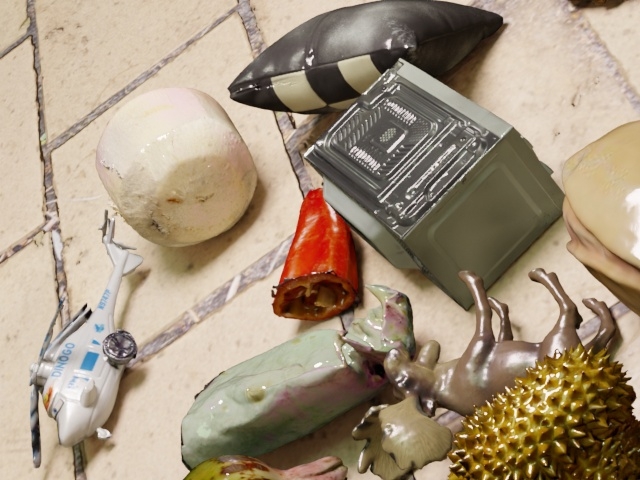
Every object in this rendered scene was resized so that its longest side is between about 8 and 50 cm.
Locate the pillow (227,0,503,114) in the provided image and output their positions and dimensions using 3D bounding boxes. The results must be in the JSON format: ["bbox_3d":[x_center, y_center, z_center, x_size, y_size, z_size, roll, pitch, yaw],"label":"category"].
[{"bbox_3d":[0.046,-0.197,1.612,0.250,0.106,0.186,-10,10,37],"label":"pillow"}]

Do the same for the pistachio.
[{"bbox_3d":[0.293,0.001,1.144,0.181,0.162,0.293,-15,31,-23],"label":"pistachio"}]

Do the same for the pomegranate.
[{"bbox_3d":[-0.055,0.229,1.290,0.163,0.125,0.138,-48,23,-7],"label":"pomegranate"}]

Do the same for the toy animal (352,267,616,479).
[{"bbox_3d":[0.127,0.114,1.258,0.214,0.094,0.186,-4,59,31],"label":"toy animal"}]

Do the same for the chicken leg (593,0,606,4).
[{"bbox_3d":[0.310,-0.275,1.495,0.198,0.069,0.085,9,62,40],"label":"chicken leg"}]

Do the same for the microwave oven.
[{"bbox_3d":[0.101,-0.058,1.428,0.162,0.122,0.208,-45,36,-3],"label":"microwave oven"}]

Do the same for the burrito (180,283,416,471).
[{"bbox_3d":[-0.014,0.129,1.374,0.229,0.089,0.144,-27,17,30],"label":"burrito"}]

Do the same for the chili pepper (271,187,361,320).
[{"bbox_3d":[-0.003,0.003,1.527,0.088,0.065,0.169,-12,39,14],"label":"chili pepper"}]

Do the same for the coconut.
[{"bbox_3d":[-0.164,-0.084,1.676,0.171,0.171,0.183,-44,38,0],"label":"coconut"}]

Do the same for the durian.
[{"bbox_3d":[0.173,0.163,1.110,0.168,0.158,0.137,-41,21,8],"label":"durian"}]

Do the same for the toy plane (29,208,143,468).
[{"bbox_3d":[-0.239,0.109,1.644,0.273,0.107,0.182,-71,-3,-59],"label":"toy plane"}]
